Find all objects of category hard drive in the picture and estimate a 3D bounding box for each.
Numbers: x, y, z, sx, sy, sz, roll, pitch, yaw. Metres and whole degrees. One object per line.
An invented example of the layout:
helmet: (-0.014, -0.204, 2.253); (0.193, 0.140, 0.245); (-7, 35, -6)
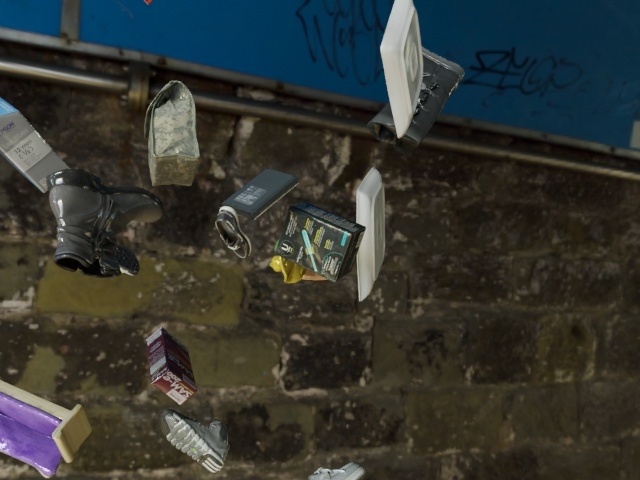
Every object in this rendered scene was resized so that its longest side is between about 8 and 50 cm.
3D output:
hard drive: (-0.121, -0.097, 1.106); (0.094, 0.022, 0.135); (20, 51, 39)

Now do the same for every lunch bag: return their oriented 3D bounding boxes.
lunch bag: (-0.502, -0.359, 1.825); (0.168, 0.287, 0.235); (-2, -17, -20)

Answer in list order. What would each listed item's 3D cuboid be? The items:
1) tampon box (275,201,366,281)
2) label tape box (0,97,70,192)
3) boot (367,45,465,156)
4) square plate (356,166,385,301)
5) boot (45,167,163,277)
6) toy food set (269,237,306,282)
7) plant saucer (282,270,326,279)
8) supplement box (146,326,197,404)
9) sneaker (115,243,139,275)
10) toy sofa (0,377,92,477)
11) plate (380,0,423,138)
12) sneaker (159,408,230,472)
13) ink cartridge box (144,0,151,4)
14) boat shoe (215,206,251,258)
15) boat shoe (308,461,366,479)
tampon box: (0.000, 0.000, 1.237); (0.160, 0.121, 0.101); (25, 18, 18)
label tape box: (-0.893, -0.323, 1.522); (0.249, 0.115, 0.348); (31, -24, 34)
boot: (0.309, -0.565, 2.124); (0.366, 0.445, 0.146); (25, -24, 20)
square plate: (0.164, -0.031, 1.712); (0.049, 0.344, 0.347); (2, 19, 13)
boot: (-0.486, -0.016, 1.255); (0.118, 0.223, 0.338); (-18, -14, 23)
toy food set: (-0.088, 0.036, 1.573); (0.071, 0.128, 0.218); (-11, 26, 29)
plant saucer: (-0.028, 0.080, 1.728); (0.199, 0.037, 0.200); (4, 12, -1)
supplement box: (-0.469, 0.388, 1.701); (0.130, 0.073, 0.239); (50, 0, -32)
sneaker: (-0.673, 0.055, 1.661); (0.234, 0.084, 0.097); (28, -54, -25)
toy sofa: (-0.897, 0.544, 1.631); (0.362, 0.150, 0.177); (17, 41, 14)
plate: (0.217, -0.449, 1.372); (0.045, 0.277, 0.278); (2, -37, 20)
sneaker: (-0.347, 0.540, 1.548); (0.086, 0.229, 0.132); (-39, 8, 26)
ink cartridge box: (-0.337, -0.660, 1.056); (0.066, 0.296, 0.261); (33, 0, 37)
boat shoe: (-0.164, -0.006, 1.021); (0.046, 0.038, 0.125); (4, -44, 15)
boat shoe: (-0.046, 0.587, 1.245); (0.320, 0.103, 0.118); (-25, -31, -11)
